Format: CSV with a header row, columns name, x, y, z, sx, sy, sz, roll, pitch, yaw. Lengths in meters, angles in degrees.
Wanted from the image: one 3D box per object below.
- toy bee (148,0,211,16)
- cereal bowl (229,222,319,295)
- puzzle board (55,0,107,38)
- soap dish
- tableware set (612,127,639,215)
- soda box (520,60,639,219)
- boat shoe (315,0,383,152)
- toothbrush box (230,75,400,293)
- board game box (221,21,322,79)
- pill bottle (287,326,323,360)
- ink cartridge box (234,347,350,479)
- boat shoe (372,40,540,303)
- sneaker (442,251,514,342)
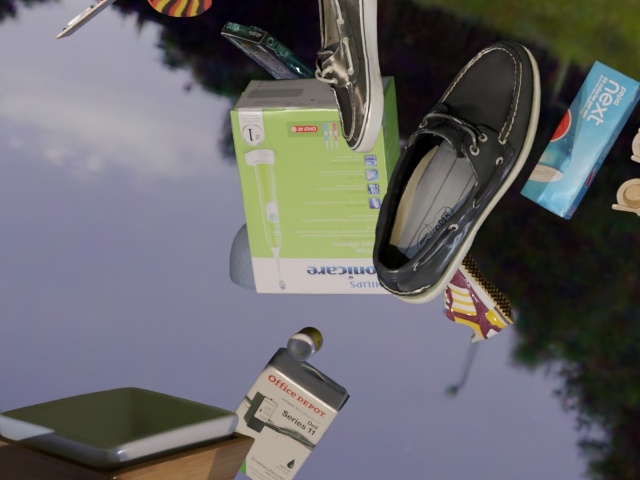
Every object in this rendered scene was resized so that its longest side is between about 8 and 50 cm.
name,x,y,z,sx,sy,sz,roll,pitch,yaw
toy bee,-0.292,-0.468,2.282,0.162,0.298,0.195,-22,-156,1
cereal bowl,0.000,0.000,2.621,0.339,0.141,0.339,-1,-171,0
puzzle board,-0.295,-0.312,1.931,0.011,0.128,0.096,52,-173,-8
soap dish,-0.261,0.279,1.887,0.229,0.118,0.291,10,-172,33
tableware set,0.516,-0.091,2.154,0.141,0.168,0.020,14,-151,-6
soda box,0.361,-0.137,1.999,0.071,0.210,0.067,31,-173,16
boat shoe,0.027,-0.212,1.733,0.070,0.219,0.078,-5,-176,-24
toothbrush box,0.004,-0.074,2.002,0.206,0.283,0.122,-1,-154,14
board game box,-0.057,-0.273,2.259,0.186,0.026,0.126,36,174,-36
pill bottle,-0.021,0.155,2.209,0.043,0.043,0.083,20,-168,11
ink cartridge box,-0.069,0.313,2.511,0.153,0.208,0.087,34,-158,3
boat shoe,0.151,-0.092,1.715,0.127,0.340,0.113,31,-179,30
sneaker,0.199,0.071,2.116,0.185,0.084,0.069,50,-159,-13
